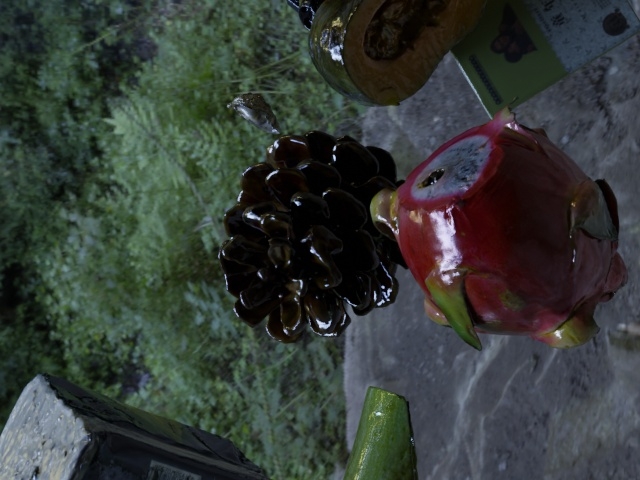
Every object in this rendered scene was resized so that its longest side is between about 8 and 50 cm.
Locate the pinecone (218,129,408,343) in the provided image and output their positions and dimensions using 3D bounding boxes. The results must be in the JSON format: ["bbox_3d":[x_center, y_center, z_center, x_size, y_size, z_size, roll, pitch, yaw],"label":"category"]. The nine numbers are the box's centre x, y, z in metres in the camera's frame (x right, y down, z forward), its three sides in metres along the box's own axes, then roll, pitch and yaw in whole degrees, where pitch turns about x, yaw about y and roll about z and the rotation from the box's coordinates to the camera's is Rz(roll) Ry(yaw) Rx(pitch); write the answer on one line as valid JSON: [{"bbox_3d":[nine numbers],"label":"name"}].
[{"bbox_3d":[0.000,0.000,1.017,0.244,0.309,0.244,17,132,21],"label":"pinecone"}]

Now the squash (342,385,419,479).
[{"bbox_3d":[0.047,0.224,0.682,0.075,0.090,0.200,18,81,-9],"label":"squash"}]

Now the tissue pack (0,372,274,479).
[{"bbox_3d":[-0.292,0.412,1.331,0.253,0.416,0.264,20,82,49],"label":"tissue pack"}]

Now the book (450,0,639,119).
[{"bbox_3d":[0.443,-0.434,1.727,0.352,0.035,0.239,-31,82,10],"label":"book"}]

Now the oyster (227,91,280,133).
[{"bbox_3d":[-0.099,-0.202,1.347,0.083,0.038,0.080,42,156,-25],"label":"oyster"}]

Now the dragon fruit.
[{"bbox_3d":[0.182,-0.003,0.834,0.224,0.224,0.227,-22,119,24],"label":"dragon fruit"}]

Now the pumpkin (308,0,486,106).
[{"bbox_3d":[0.138,-0.353,1.371,0.222,0.139,0.317,40,90,-30],"label":"pumpkin"}]

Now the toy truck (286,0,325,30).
[{"bbox_3d":[-0.011,-0.547,1.729,0.165,0.147,0.224,36,155,24],"label":"toy truck"}]
